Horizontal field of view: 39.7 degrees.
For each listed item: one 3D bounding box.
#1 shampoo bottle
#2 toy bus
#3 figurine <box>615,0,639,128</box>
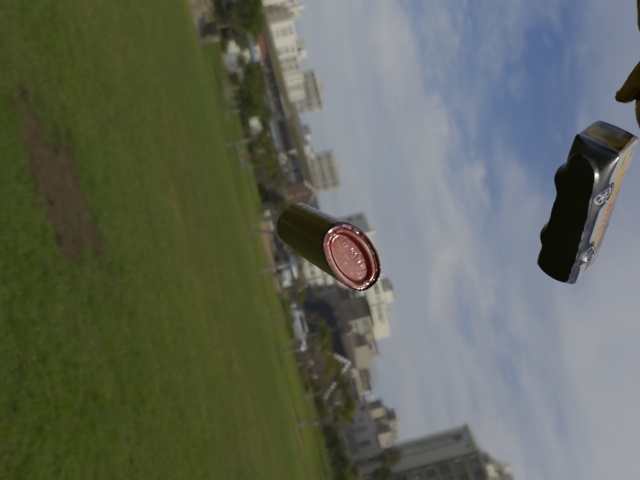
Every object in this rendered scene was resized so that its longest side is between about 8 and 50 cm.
[{"bbox_3d":[0.000,0.000,1.242,0.102,0.064,0.260,54,-9,-18],"label":"shampoo bottle"},{"bbox_3d":[0.271,-0.037,0.907,0.057,0.072,0.172,32,-40,28],"label":"toy bus"},{"bbox_3d":[0.319,-0.166,0.807,0.122,0.121,0.176,-25,108,-55],"label":"figurine"}]
